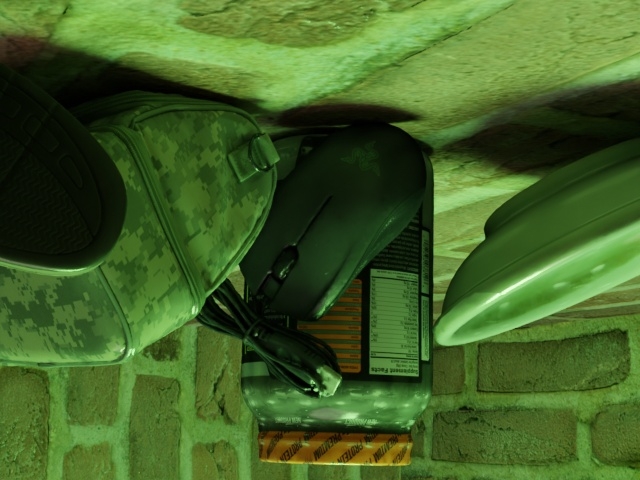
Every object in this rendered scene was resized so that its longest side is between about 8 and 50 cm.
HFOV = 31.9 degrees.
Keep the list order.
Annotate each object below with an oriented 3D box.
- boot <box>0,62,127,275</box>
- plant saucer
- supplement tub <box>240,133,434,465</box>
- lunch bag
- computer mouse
[{"bbox_3d":[-0.342,-0.048,0.880,0.377,0.138,0.284,20,157,-8],"label":"boot"},{"bbox_3d":[0.285,-0.016,1.160,0.400,0.100,0.400,-22,166,-6],"label":"plant saucer"},{"bbox_3d":[0.019,0.069,1.209,0.207,0.338,0.207,2,171,0],"label":"supplement tub"},{"bbox_3d":[-0.215,-0.024,1.079,0.305,0.212,0.256,-9,-162,44],"label":"lunch bag"},{"bbox_3d":[0.000,0.000,1.080,0.188,0.272,0.072,34,180,17],"label":"computer mouse"}]
